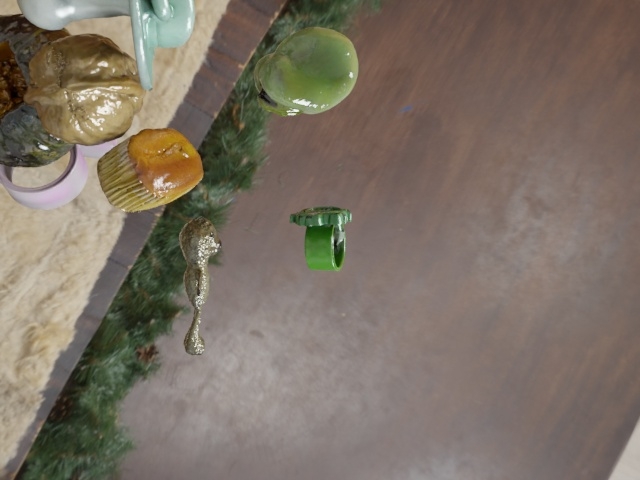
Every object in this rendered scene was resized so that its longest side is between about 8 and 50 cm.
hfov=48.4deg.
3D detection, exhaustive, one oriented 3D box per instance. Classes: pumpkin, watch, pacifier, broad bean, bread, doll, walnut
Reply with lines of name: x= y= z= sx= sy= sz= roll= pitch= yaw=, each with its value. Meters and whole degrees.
pumpkin: x=-0.610 y=-0.306 z=1.451 sx=0.320 sy=0.192 sz=0.320 roll=1 pitch=95 yaw=7
watch: x=0.000 y=0.000 z=1.664 sx=0.131 sy=0.165 sz=0.152 roll=2 pitch=102 yaw=14
pacifier: x=-0.329 y=-0.390 z=1.095 sx=0.269 sy=0.343 sz=0.288 roll=-4 pitch=120 yaw=-12
broad bean: x=-0.024 y=-0.328 z=1.414 sx=0.228 sy=0.100 sz=0.169 roll=-36 pitch=119 yaw=-6
bread: x=-0.299 y=-0.131 z=1.284 sx=0.114 sy=0.190 sz=0.132 roll=-25 pitch=97 yaw=27
doll: x=-0.261 y=0.098 z=1.515 sx=0.091 sy=0.202 sz=0.286 roll=4 pitch=79 yaw=-2
walnut: x=-0.405 y=-0.260 z=1.234 sx=0.198 sy=0.245 sz=0.198 roll=0 pitch=102 yaw=2
watch: x=-0.609 y=-0.181 z=1.630 sx=0.248 sy=0.211 sz=0.217 roll=7 pitch=71 yaw=-4
